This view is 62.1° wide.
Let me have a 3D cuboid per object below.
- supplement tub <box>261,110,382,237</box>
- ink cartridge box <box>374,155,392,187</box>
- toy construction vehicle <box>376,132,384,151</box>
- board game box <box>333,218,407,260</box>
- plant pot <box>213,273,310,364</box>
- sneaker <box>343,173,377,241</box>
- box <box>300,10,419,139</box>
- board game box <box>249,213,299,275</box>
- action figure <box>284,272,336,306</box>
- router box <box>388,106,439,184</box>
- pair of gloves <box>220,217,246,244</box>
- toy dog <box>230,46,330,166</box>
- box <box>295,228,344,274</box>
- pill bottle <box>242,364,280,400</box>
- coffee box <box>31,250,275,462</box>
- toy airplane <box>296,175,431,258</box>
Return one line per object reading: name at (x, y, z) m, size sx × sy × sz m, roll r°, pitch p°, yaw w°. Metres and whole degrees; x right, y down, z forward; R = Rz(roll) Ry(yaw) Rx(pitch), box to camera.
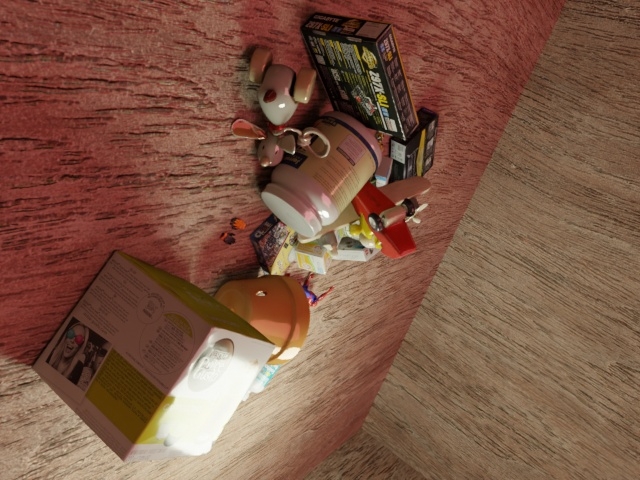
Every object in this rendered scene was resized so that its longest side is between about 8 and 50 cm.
supplement tub at (0.003, -0.193, 1.568) m, size 0.324 × 0.236 × 0.235 m, roll -51°, pitch 153°, yaw -15°
ink cartridge box at (0.243, -0.262, 2.073) m, size 0.122 × 0.052 × 0.088 m, roll 75°, pitch 33°, yaw -71°
toy construction vehicle at (0.208, -0.351, 1.997) m, size 0.085 × 0.035 × 0.098 m, roll -61°, pitch 159°, yaw -20°
board game box at (0.191, -0.008, 2.150) m, size 0.305 × 0.193 × 0.053 m, roll -33°, pitch 115°, yaw -41°
plant pot at (-0.204, 0.237, 1.648) m, size 0.204 × 0.291 × 0.290 m, roll 17°, pitch 103°, yaw -47°
sneaker at (0.175, -0.161, 1.963) m, size 0.158 × 0.182 × 0.410 m, roll -30°, pitch 142°, yaw -45°
box at (0.109, -0.433, 1.411) m, size 0.079 × 0.257 × 0.322 m, roll -52°, pitch 142°, yaw -18°
board game box at (-0.139, 0.010, 1.755) m, size 0.165 × 0.042 × 0.243 m, roll -47°, pitch 152°, yaw -23°
action figure at (-0.038, 0.174, 2.050) m, size 0.139 × 0.091 × 0.280 m, roll -46°, pitch 153°, yaw -5°
router box at (0.388, -0.365, 2.234) m, size 0.243 × 0.081 × 0.308 m, roll -45°, pitch 151°, yaw -26°
pair of gloves at (-0.253, -0.026, 1.553) m, size 0.083 × 0.010 × 0.074 m, roll -57°, pitch 154°, yaw -2°
toy dog at (-0.114, -0.298, 1.317) m, size 0.333 × 0.220 × 0.160 m, roll 78°, pitch 26°, yaw -43°
box at (0.000, 0.000, 1.856) m, size 0.114 × 0.103 × 0.203 m, roll 82°, pitch 28°, yaw -53°
pill bottle at (-0.231, 0.454, 1.953) m, size 0.264 × 0.146 × 0.146 m, roll -53°, pitch 154°, yaw -13°
coffee box at (-0.379, 0.280, 1.285) m, size 0.334 × 0.338 × 0.337 m, roll -57°, pitch 155°, yaw -5°
toy airplane at (0.150, -0.095, 1.764) m, size 0.272 × 0.387 × 0.384 m, roll 83°, pitch 21°, yaw -45°
